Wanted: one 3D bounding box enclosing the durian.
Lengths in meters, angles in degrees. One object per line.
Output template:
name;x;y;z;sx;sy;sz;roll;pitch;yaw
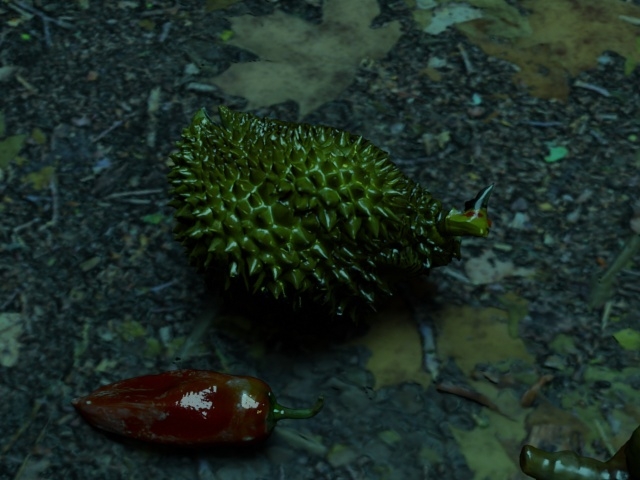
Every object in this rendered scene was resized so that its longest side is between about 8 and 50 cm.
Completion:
durian;0.000;0.000;1.357;0.237;0.193;0.138;10;69;25

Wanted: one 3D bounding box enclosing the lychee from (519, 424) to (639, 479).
lychee;0.263;0.181;1.122;0.300;0.255;0.255;40;52;-6

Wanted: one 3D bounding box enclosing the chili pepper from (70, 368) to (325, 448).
chili pepper;-0.088;0.121;1.315;0.191;0.050;0.059;0;48;17
